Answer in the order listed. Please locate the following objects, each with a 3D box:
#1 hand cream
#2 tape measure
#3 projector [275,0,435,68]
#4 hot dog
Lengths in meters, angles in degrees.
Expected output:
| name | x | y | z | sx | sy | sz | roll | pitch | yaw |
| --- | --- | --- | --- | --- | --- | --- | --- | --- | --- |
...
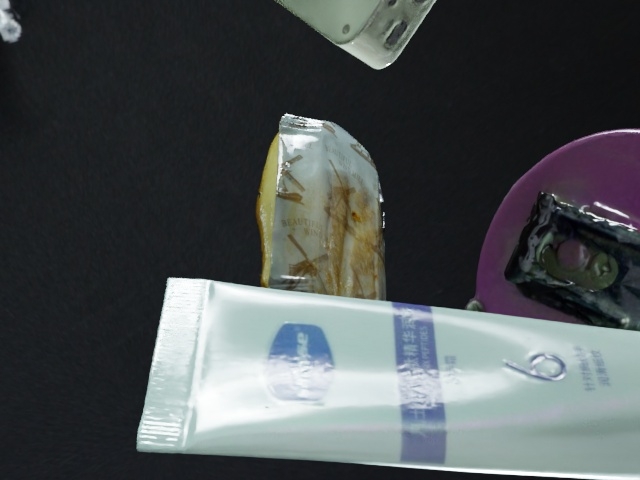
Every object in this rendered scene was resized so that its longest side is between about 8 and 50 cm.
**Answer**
| name | x | y | z | sx | sy | sz | roll | pitch | yaw |
| --- | --- | --- | --- | --- | --- | --- | --- | --- | --- |
| hand cream | 0.080 | 0.074 | 0.471 | 0.320 | 0.067 | 0.109 | 6 | -140 | -4 |
| tape measure | 0.230 | 0.043 | 0.682 | 0.149 | 0.245 | 0.231 | 14 | -83 | -48 |
| projector | 0.045 | -0.295 | 0.787 | 0.079 | 0.259 | 0.257 | 25 | -76 | -37 |
| hot dog | 0.000 | 0.000 | 0.927 | 0.162 | 0.082 | 0.270 | 37 | -138 | -39 |
